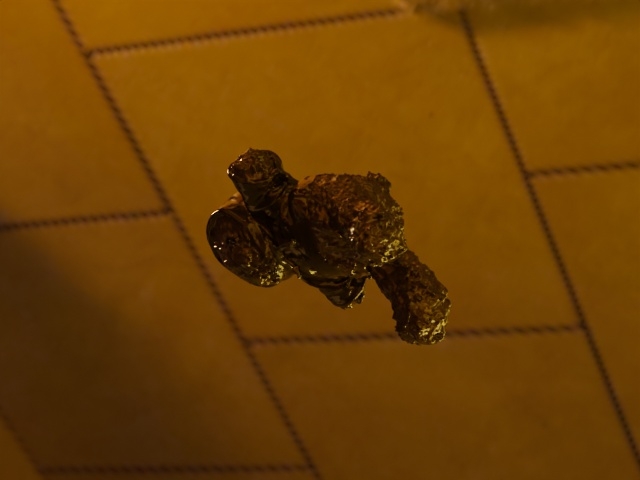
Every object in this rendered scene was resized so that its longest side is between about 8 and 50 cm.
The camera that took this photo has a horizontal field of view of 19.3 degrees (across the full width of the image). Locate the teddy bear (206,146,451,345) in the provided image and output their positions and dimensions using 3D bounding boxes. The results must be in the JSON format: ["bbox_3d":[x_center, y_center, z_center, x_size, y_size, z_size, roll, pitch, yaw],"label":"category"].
[{"bbox_3d":[0.006,-0.006,1.028,0.160,0.078,0.119,10,146,46],"label":"teddy bear"}]
